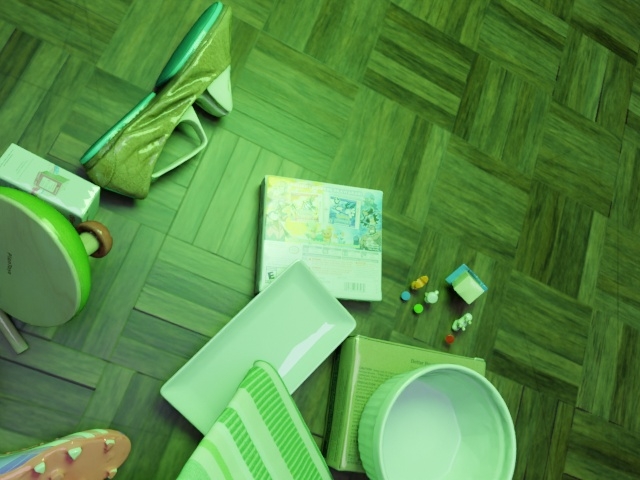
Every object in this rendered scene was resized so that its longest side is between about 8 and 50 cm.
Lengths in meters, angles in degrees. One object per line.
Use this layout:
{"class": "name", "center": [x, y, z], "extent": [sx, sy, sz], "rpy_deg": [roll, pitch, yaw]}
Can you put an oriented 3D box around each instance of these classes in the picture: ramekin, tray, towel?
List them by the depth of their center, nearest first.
{"class": "towel", "center": [-0.058, 0.297, 0.631], "extent": [0.038, 0.325, 0.247], "rpy_deg": [-24, 96, 12]}
{"class": "ramekin", "center": [0.150, 0.275, 0.744], "extent": [0.207, 0.109, 0.207], "rpy_deg": [4, 77, -19]}
{"class": "tray", "center": [-0.085, 0.167, 0.794], "extent": [0.270, 0.030, 0.145], "rpy_deg": [-44, 103, -13]}

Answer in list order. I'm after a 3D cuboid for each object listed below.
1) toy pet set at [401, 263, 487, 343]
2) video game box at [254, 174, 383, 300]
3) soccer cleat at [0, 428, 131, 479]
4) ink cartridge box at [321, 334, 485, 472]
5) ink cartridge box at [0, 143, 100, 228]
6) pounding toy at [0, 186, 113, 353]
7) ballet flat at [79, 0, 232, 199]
{"class": "toy pet set", "center": [0.221, 0.094, 0.945], "extent": [0.114, 0.065, 0.122], "rpy_deg": [-44, 93, 12]}
{"class": "video game box", "center": [0.000, 0.000, 0.877], "extent": [0.205, 0.048, 0.187], "rpy_deg": [7, 80, -19]}
{"class": "soccer cleat", "center": [-0.365, 0.283, 0.667], "extent": [0.248, 0.095, 0.083], "rpy_deg": [-14, 115, -38]}
{"class": "ink cartridge box", "center": [0.131, 0.264, 0.846], "extent": [0.235, 0.088, 0.193], "rpy_deg": [14, 73, -16]}
{"class": "ink cartridge box", "center": [-0.366, -0.064, 0.732], "extent": [0.122, 0.088, 0.052], "rpy_deg": [29, 64, -12]}
{"class": "pounding toy", "center": [-0.354, 0.014, 0.679], "extent": [0.183, 0.237, 0.110], "rpy_deg": [50, 35, -11]}
{"class": "ballet flat", "center": [-0.210, -0.201, 0.819], "extent": [0.124, 0.116, 0.342], "rpy_deg": [42, 67, -29]}
